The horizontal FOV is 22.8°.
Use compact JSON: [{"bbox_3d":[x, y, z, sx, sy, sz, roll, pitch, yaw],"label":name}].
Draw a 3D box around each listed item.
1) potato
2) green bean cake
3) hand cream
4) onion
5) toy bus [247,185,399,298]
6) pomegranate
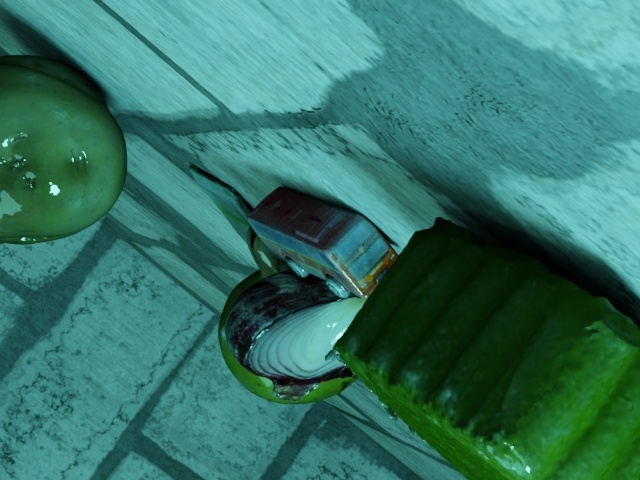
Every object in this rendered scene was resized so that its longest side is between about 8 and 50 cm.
[{"bbox_3d":[-0.355,-0.105,1.841,0.243,0.221,0.326,-6,-171,-21],"label":"potato"},{"bbox_3d":[0.165,0.121,1.176,0.247,0.156,0.250,44,169,-33],"label":"green bean cake"},{"bbox_3d":[-0.072,0.005,1.939,0.079,0.050,0.275,0,147,29],"label":"hand cream"},{"bbox_3d":[-0.015,0.082,1.627,0.206,0.151,0.098,2,-141,-39],"label":"onion"},{"bbox_3d":[0.000,0.000,1.526,0.077,0.065,0.192,49,167,-27],"label":"toy bus"},{"bbox_3d":[-0.039,0.085,1.755,0.210,0.179,0.179,44,170,-24],"label":"pomegranate"}]
